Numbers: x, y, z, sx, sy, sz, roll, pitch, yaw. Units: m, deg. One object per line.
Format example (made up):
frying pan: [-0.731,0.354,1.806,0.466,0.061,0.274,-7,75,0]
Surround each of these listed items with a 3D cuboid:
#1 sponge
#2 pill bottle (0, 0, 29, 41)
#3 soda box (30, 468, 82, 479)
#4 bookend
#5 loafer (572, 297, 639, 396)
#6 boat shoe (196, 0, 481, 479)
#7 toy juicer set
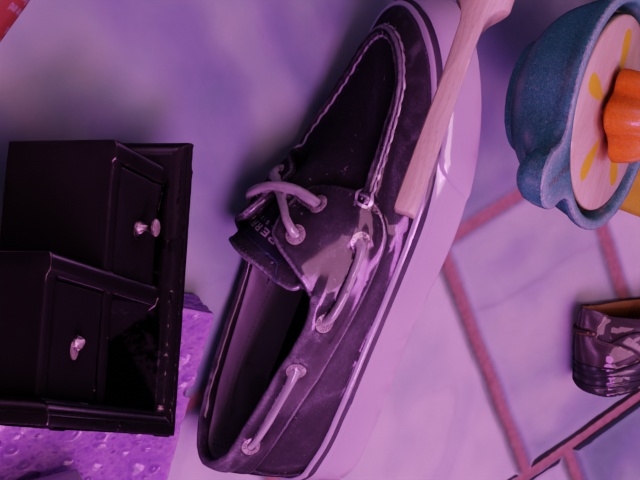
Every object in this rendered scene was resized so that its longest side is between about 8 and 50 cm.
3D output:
sponge: [-0.143,0.125,0.855,0.117,0.031,0.210,10,104,-30]
pill bottle: [-0.201,-0.119,0.679,0.121,0.121,0.216,35,89,-34]
soda box: [-0.223,0.191,0.787,0.216,0.069,0.074,-13,110,-12]
bookend: [-0.125,0.014,0.721,0.156,0.072,0.157,33,59,-72]
loafer: [0.250,0.054,1.030,0.170,0.062,0.061,-18,111,-24]
boat shoe: [0.000,0.000,0.850,0.102,0.108,0.301,7,111,-32]
toy juicer set: [0.161,-0.109,0.825,0.329,0.089,0.209,-3,105,-59]
